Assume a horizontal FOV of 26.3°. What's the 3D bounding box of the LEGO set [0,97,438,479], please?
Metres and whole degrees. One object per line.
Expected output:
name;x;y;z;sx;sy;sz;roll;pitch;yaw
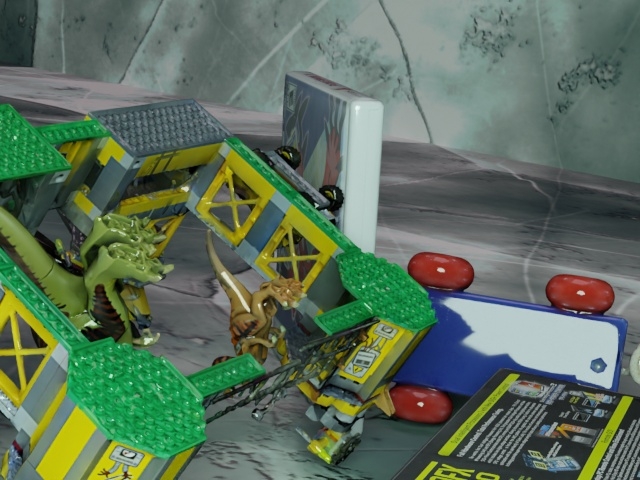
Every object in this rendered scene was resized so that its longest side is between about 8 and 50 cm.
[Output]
LEGO set;-0.116;0.066;0.683;0.255;0.192;0.331;39;26;9

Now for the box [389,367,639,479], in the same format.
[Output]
box;0.154;0.136;0.645;0.216;0.060;0.270;10;11;18

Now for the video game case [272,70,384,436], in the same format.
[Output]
video game case;0.000;0.000;0.876;0.023;0.201;0.183;1;12;-14

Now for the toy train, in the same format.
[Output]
toy train;0.165;0.078;0.886;0.248;0.105;0.143;9;-2;11
